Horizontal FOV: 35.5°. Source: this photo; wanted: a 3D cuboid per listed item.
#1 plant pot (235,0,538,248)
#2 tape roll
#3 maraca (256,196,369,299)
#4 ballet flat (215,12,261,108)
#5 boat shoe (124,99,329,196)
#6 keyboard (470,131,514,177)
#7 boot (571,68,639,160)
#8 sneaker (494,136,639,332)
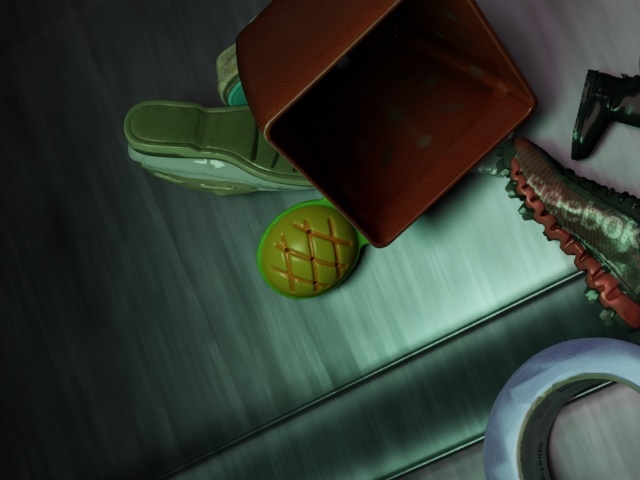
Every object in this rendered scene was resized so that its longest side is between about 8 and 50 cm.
[{"bbox_3d":[0.052,-0.203,1.212,0.267,0.267,0.235,-42,45,5],"label":"plant pot"},{"bbox_3d":[0.332,0.252,1.158,0.275,0.090,0.274,-8,76,34],"label":"tape roll"},{"bbox_3d":[0.000,0.000,1.338,0.186,0.099,0.127,-40,108,4],"label":"maraca"},{"bbox_3d":[-0.027,-0.304,1.358,0.316,0.107,0.106,-35,50,18],"label":"ballet flat"},{"bbox_3d":[-0.116,-0.120,1.386,0.302,0.103,0.113,13,62,5],"label":"boat shoe"},{"bbox_3d":[0.128,-0.144,1.332,0.256,0.014,0.072,14,90,23],"label":"keyboard"},{"bbox_3d":[0.362,-0.148,1.211,0.099,0.045,0.121,14,96,18],"label":"boot"},{"bbox_3d":[0.327,-0.031,1.194,0.135,0.098,0.276,-42,76,18],"label":"sneaker"}]
